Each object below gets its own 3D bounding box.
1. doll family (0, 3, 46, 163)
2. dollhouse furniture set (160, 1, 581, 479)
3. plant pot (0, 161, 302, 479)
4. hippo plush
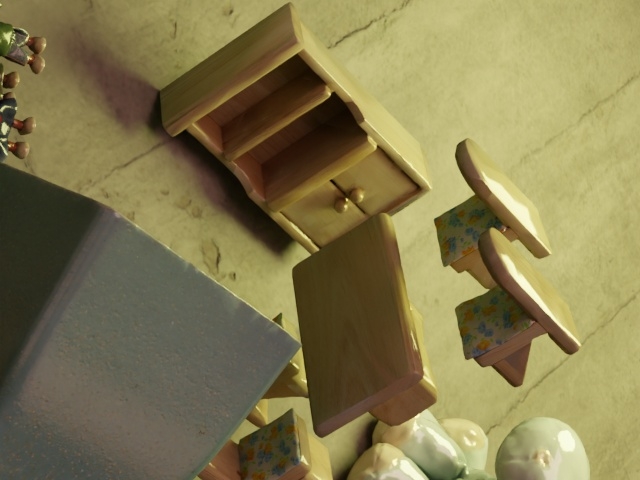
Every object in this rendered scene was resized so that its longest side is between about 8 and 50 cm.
[{"bbox_3d":[-0.320,-0.121,1.655,0.111,0.076,0.193,19,71,-50],"label":"doll family"},{"bbox_3d":[0.000,0.000,1.790,0.256,0.362,0.394,43,25,-35],"label":"dollhouse furniture set"},{"bbox_3d":[-0.222,0.110,1.590,0.247,0.248,0.252,38,78,-37],"label":"plant pot"},{"bbox_3d":[0.180,0.308,1.994,0.234,0.236,0.294,-5,85,-49],"label":"hippo plush"}]
